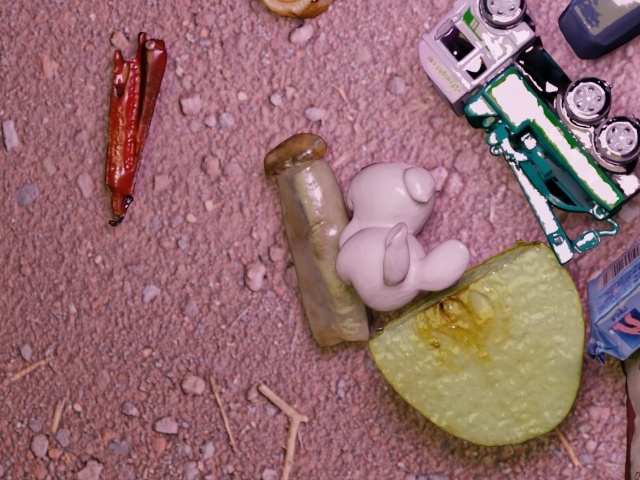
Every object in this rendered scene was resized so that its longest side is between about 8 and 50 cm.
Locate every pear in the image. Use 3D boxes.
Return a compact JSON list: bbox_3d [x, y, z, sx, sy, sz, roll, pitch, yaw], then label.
[{"bbox_3d":[0.246,0.151,1.945,0.288,0.139,0.239,-31,89,17],"label":"pear"}]

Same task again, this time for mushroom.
[{"bbox_3d":[0.000,0.000,2.059,0.100,0.081,0.312,-12,99,28],"label":"mushroom"}]

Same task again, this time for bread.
[{"bbox_3d":[-0.026,-0.381,2.004,0.122,0.073,0.149,45,113,12],"label":"bread"}]

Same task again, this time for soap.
[{"bbox_3d":[0.445,0.035,1.826,0.077,0.156,0.293,44,113,-9],"label":"soap"}]

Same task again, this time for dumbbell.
[{"bbox_3d":[0.313,-0.396,1.818,0.160,0.144,0.325,-35,85,23],"label":"dumbbell"}]

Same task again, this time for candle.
[{"bbox_3d":[-0.285,-0.164,2.162,0.084,0.059,0.302,18,106,29],"label":"candle"}]

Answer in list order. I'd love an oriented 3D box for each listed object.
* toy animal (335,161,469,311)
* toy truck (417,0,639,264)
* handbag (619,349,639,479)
[{"bbox_3d":[0.104,-0.009,1.942,0.178,0.127,0.193,-41,38,43],"label":"toy animal"},{"bbox_3d":[0.276,-0.159,1.835,0.178,0.176,0.363,-36,80,4],"label":"toy truck"},{"bbox_3d":[0.492,0.231,1.854,0.213,0.127,0.235,-3,77,9],"label":"handbag"}]
